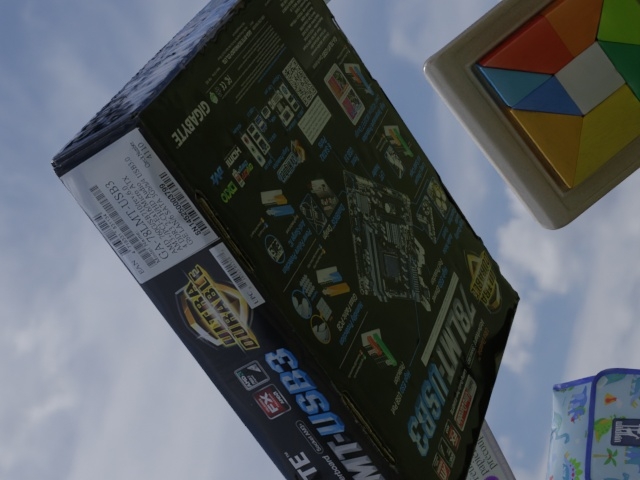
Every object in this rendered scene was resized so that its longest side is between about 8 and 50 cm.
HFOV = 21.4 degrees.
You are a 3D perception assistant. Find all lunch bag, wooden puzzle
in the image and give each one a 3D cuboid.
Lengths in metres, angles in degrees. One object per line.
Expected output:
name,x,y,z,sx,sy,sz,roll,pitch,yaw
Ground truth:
lunch bag,0.287,0.194,1.614,0.096,0.151,0.128,19,-112,-30
wooden puzzle,0.252,-0.154,1.619,0.221,0.239,0.044,50,-172,-19

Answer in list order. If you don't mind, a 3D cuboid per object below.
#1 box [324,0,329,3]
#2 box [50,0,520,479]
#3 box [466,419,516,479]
box,-0.030,-0.360,2.258,0.101,0.102,0.087,-39,27,50
box,0.000,0.000,1.024,0.293,0.073,0.295,56,-153,-15
box,0.140,0.182,2.082,0.063,0.067,0.324,-33,-71,-15
